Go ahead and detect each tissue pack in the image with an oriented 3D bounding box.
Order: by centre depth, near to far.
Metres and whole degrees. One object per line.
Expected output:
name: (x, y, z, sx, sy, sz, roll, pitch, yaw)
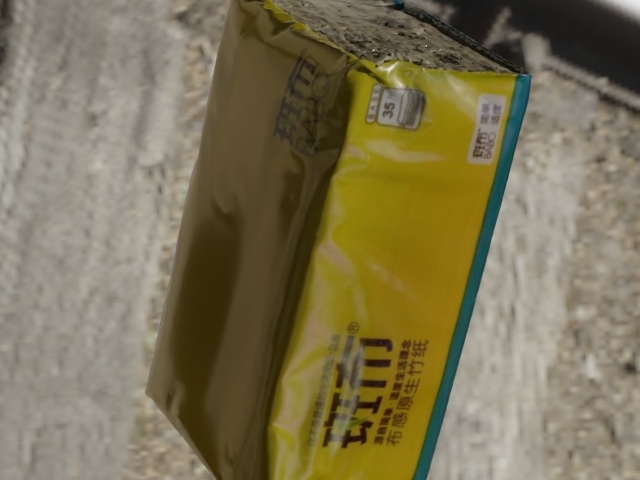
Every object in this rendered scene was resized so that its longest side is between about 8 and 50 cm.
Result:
tissue pack: (0.000, 0.000, 0.714, 0.082, 0.120, 0.169, 5, 109, -27)
